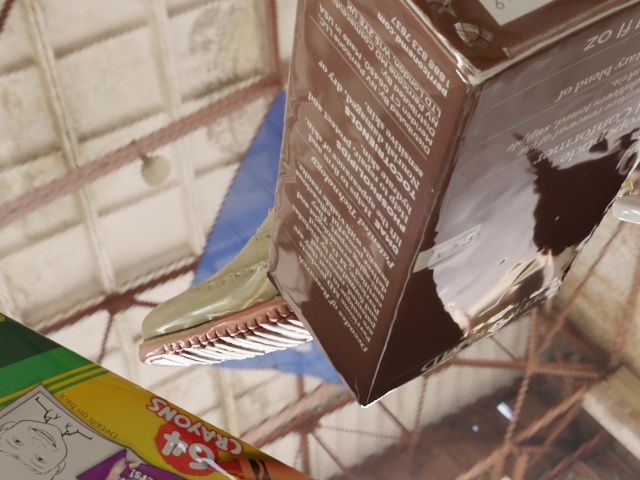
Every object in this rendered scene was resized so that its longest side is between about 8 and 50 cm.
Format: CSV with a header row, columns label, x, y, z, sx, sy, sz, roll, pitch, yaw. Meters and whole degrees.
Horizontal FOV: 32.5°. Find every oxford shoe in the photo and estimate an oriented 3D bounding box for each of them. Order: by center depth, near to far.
label,x,y,z,sx,sy,sz,roll,pitch,yaw
oxford shoe,0.000,0.000,1.013,0.397,0.147,0.140,-25,-16,8

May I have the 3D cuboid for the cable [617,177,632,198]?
label,x,y,z,sx,sy,sz,roll,pitch,yaw
cable,0.356,-0.167,1.549,0.072,0.139,0.287,-24,-80,-13

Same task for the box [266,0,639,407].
label,x,y,z,sx,sy,sz,roll,pitch,yaw
box,0.086,-0.060,0.661,0.191,0.143,0.381,-28,-22,-19

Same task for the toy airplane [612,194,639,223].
label,x,y,z,sx,sy,sz,roll,pitch,yaw
toy airplane,0.501,-0.058,1.304,0.384,0.272,0.386,41,-92,-28

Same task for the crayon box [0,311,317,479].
label,x,y,z,sx,sy,sz,roll,pitch,yaw
crayon box,-0.148,0.247,0.755,0.106,0.363,0.313,-59,5,30
